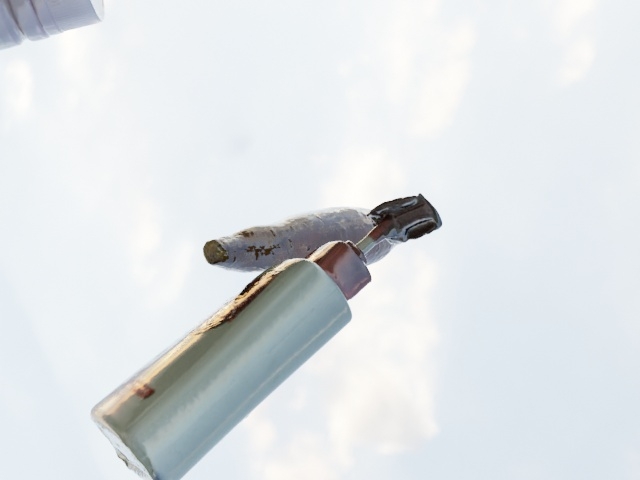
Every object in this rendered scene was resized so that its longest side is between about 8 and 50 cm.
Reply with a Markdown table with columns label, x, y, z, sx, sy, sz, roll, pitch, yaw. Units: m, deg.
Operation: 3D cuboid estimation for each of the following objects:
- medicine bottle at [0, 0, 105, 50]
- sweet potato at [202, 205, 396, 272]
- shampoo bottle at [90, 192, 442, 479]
| label | x | y | z | sx | sy | sz | roll | pitch | yaw |
| --- | --- | --- | --- | --- | --- | --- | --- | --- | --- |
| medicine bottle | -0.344 | -0.241 | 1.544 | 0.133 | 0.249 | 0.133 | -14 | 90 | -88 |
| sweet potato | 0.000 | -0.001 | 1.335 | 0.057 | 0.264 | 0.057 | 1 | -88 | 36 |
| shampoo bottle | -0.037 | 0.064 | 1.170 | 0.284 | 0.071 | 0.153 | -42 | -170 | -15 |
